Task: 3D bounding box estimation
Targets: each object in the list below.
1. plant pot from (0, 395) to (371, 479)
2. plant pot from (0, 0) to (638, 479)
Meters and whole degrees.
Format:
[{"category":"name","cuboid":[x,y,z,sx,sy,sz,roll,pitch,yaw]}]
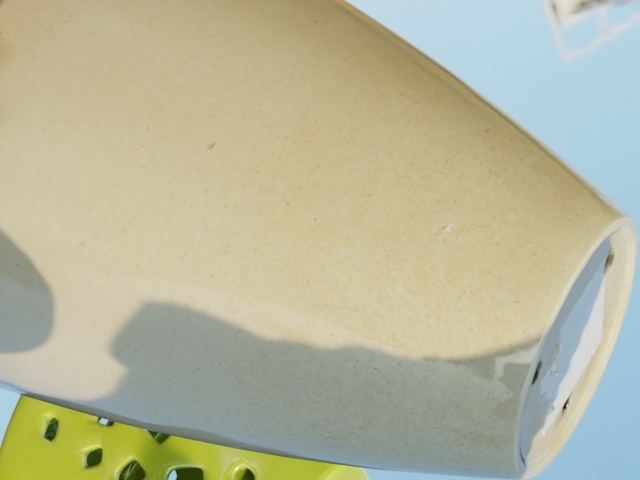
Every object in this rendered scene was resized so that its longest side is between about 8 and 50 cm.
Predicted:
[{"category":"plant pot","cuboid":[-0.103,0.195,1.216,0.227,0.228,0.207,33,-105,25]},{"category":"plant pot","cuboid":[0.000,0.000,0.860,0.274,0.256,0.256,22,-143,22]}]
